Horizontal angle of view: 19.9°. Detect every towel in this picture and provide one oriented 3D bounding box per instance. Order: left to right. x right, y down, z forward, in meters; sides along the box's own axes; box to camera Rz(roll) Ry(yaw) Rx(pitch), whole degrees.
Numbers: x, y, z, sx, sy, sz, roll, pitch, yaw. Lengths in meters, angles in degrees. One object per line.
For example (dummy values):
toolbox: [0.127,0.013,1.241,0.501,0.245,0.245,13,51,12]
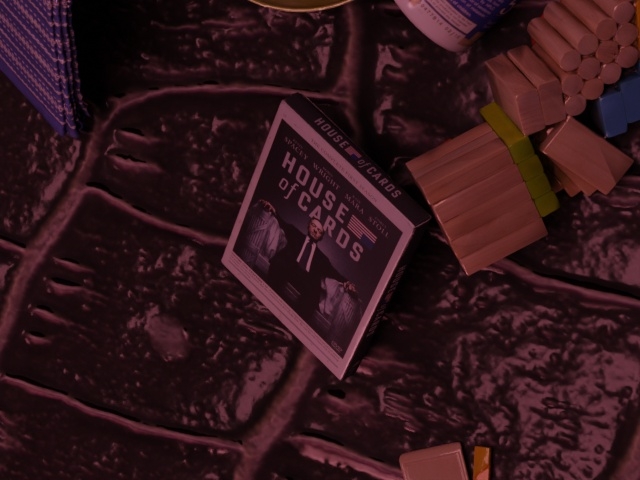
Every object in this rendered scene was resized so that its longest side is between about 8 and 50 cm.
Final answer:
towel: [-0.315,-0.252,1.780,0.040,0.336,0.243,-40,77,-18]

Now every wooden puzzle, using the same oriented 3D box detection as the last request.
wooden puzzle: [0.114,0.233,1.742,0.116,0.014,0.078,-8,86,28]

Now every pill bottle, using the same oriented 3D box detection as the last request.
pill bottle: [0.156,-0.267,1.627,0.186,0.112,0.112,-42,75,24]

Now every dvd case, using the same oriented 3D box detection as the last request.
dvd case: [0.000,0.000,1.715,0.179,0.029,0.239,44,141,19]

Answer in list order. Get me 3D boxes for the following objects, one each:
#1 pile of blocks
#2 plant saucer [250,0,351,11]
pile of blocks: [0.219,-0.138,1.624,0.362,0.149,0.112,-49,29,12]
plant saucer: [-0.008,-0.323,1.646,0.241,0.037,0.241,-1,87,17]
